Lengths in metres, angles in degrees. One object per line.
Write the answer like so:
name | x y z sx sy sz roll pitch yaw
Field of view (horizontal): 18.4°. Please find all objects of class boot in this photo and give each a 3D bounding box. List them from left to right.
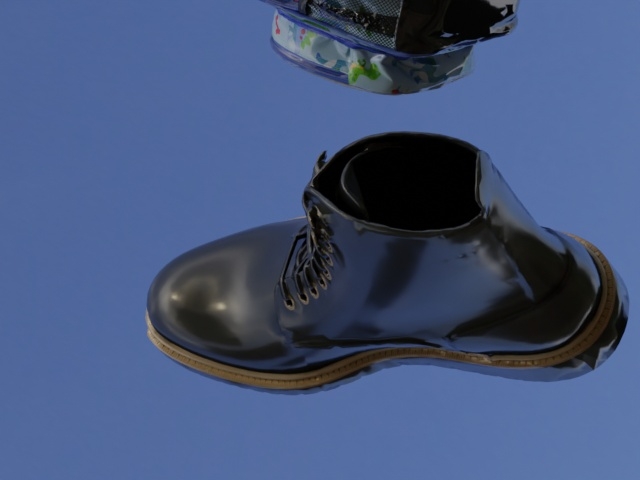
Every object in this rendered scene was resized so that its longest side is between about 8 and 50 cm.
boot | 0.000 0.000 0.732 0.137 0.197 0.077 41 -132 -56

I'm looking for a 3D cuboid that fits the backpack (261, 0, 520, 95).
backpack | 0.019 -0.112 0.830 0.105 0.114 0.084 -25 -44 -54
